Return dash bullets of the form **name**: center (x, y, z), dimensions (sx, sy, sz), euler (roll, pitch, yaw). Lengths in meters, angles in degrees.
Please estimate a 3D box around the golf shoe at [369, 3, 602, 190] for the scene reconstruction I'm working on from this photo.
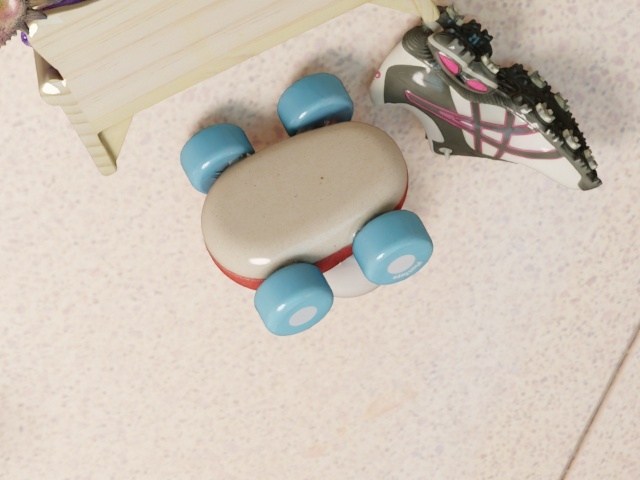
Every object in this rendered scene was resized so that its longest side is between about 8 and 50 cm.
- **golf shoe**: center (0.173, -0.126, 1.955), dimensions (0.273, 0.105, 0.120), euler (37, 117, -25)

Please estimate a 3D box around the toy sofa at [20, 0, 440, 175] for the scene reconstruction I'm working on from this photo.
- **toy sofa**: center (-0.091, -0.229, 1.740), dimensions (0.362, 0.150, 0.177), euler (-26, 125, 5)

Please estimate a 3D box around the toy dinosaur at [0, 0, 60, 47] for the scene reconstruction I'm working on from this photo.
- **toy dinosaur**: center (-0.301, -0.255, 1.610), dimensions (0.127, 0.200, 0.296), euler (4, 72, -29)

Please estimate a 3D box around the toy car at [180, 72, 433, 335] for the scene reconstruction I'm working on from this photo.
- **toy car**: center (0.000, 0.000, 1.923), dimensions (0.210, 0.219, 0.238), euler (-28, 151, -3)
